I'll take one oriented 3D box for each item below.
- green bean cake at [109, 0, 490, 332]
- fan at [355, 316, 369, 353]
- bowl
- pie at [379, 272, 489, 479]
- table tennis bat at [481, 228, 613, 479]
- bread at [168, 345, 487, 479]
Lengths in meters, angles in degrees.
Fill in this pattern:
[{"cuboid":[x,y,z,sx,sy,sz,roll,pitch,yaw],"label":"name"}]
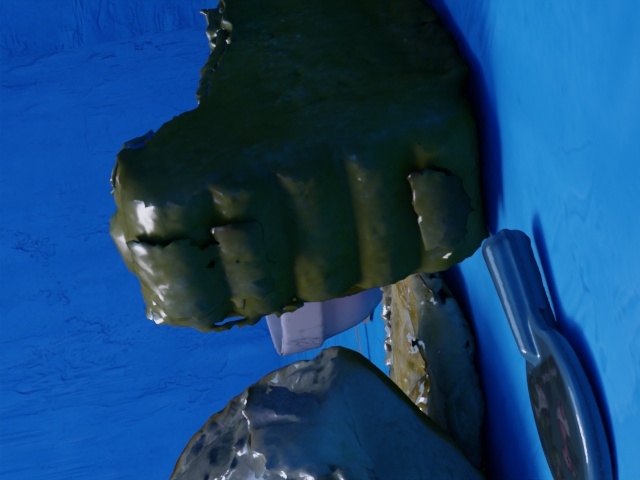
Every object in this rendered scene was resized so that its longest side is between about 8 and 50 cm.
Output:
[{"cuboid":[-0.030,-0.068,1.339,0.310,0.285,0.202,-106,3,-51],"label":"green bean cake"},{"cuboid":[0.037,0.066,2.127,0.233,0.012,0.415,-123,23,-64],"label":"fan"},{"cuboid":[0.000,-0.032,1.760,0.287,0.143,0.287,169,90,-85],"label":"bowl"},{"cuboid":[0.096,0.114,1.539,0.274,0.055,0.274,169,90,-83],"label":"pie"},{"cuboid":[0.150,0.086,1.112,0.124,0.033,0.201,101,153,-69],"label":"table tennis bat"},{"cuboid":[0.006,0.247,1.381,0.279,0.250,0.225,47,-154,-1],"label":"bread"}]
